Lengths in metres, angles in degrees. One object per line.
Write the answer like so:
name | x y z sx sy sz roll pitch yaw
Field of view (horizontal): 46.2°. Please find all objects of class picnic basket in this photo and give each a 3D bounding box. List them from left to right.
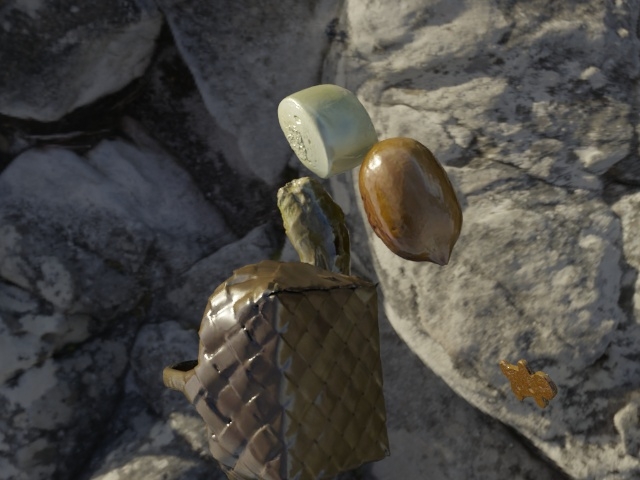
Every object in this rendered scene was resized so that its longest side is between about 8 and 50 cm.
picnic basket | -0.087 0.200 1.132 0.337 0.292 0.338 0 90 45

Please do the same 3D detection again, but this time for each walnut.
walnut | 0.188 -0.076 1.574 0.203 0.203 0.298 -31 72 29

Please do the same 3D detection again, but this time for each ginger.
ginger | 0.000 0.000 1.481 0.109 0.116 0.263 -19 88 37

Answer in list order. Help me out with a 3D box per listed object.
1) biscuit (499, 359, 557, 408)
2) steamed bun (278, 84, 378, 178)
biscuit | 0.540 0.363 1.917 0.138 0.031 0.205 61 164 -1
steamed bun | 0.023 -0.287 1.852 0.250 0.200 0.155 54 153 24
